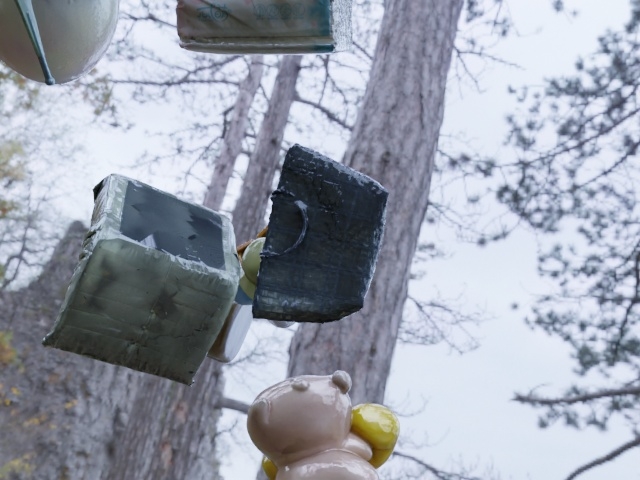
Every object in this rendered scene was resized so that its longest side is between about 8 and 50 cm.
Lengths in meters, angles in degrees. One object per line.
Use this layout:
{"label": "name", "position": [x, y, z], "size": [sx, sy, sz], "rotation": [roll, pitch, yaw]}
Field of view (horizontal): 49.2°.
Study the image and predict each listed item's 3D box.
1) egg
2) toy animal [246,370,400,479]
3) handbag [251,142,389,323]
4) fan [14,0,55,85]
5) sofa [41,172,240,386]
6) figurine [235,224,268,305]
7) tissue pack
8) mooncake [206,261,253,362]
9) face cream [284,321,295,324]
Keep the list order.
{"label": "egg", "position": [-0.698, -0.557, 1.775], "size": [0.355, 0.354, 0.339], "rotation": [14, -45, -7]}
{"label": "toy animal", "position": [0.022, 0.411, 1.264], "size": [0.278, 0.246, 0.345], "rotation": [-9, -49, -1]}
{"label": "handbag", "position": [0.000, 0.000, 1.039], "size": [0.175, 0.270, 0.088], "rotation": [14, -8, -4]}
{"label": "fan", "position": [-0.553, -0.395, 1.356], "size": [0.016, 0.038, 0.193], "rotation": [7, -58, 32]}
{"label": "sofa", "position": [-0.228, 0.045, 0.933], "size": [0.210, 0.225, 0.176], "rotation": [20, -67, -24]}
{"label": "figurine", "position": [-0.059, 0.081, 1.310], "size": [0.180, 0.153, 0.262], "rotation": [-3, -36, 18]}
{"label": "tissue pack", "position": [-0.088, -0.378, 1.196], "size": [0.271, 0.124, 0.201], "rotation": [2, 12, 11]}
{"label": "mooncake", "position": [-0.213, 0.151, 1.542], "size": [0.117, 0.234, 0.235], "rotation": [18, -21, 10]}
{"label": "face cream", "position": [-0.107, 0.195, 1.968], "size": [0.073, 0.107, 0.269], "rotation": [51, -3, 15]}
